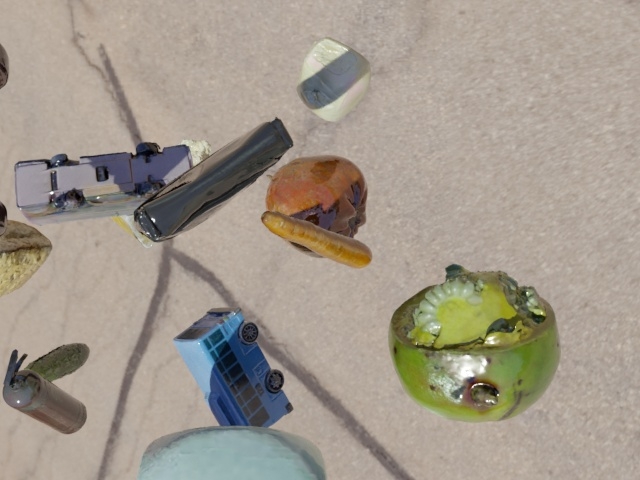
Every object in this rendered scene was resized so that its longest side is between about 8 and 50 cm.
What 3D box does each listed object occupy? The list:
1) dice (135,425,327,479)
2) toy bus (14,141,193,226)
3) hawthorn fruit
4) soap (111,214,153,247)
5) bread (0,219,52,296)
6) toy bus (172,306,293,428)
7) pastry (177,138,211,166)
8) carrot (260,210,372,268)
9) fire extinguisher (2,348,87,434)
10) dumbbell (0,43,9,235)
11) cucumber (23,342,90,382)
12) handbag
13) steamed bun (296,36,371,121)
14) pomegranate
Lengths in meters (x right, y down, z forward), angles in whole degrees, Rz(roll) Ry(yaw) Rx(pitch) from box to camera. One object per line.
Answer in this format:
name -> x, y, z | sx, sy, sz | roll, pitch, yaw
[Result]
dice -> -0.130, 0.427, 0.928 | 0.268, 0.263, 0.264 | 106, 166, -56
toy bus -> -0.396, -0.100, 1.233 | 0.138, 0.317, 0.112 | 109, 153, -66
hawthorn fruit -> -0.029, -0.100, 1.707 | 0.298, 0.277, 0.277 | 29, 121, 20
soap -> -0.627, -0.105, 2.067 | 0.274, 0.089, 0.173 | 34, 158, 33
bread -> -0.436, 0.022, 0.879 | 0.082, 0.125, 0.106 | 41, 105, 8
toy bus -> -0.163, 0.251, 1.222 | 0.116, 0.133, 0.234 | -10, 111, 50
pastry -> -0.382, -0.207, 2.068 | 0.122, 0.089, 0.258 | -2, 141, 2
carrot -> 0.000, 0.000, 0.916 | 0.043, 0.248, 0.043 | -12, 69, 35
fire extinguisher -> -0.518, 0.286, 1.217 | 0.072, 0.089, 0.267 | 11, 153, 13
dumbbell -> -0.406, -0.110, 0.692 | 0.124, 0.140, 0.225 | -22, 70, 54
cucumber -> -0.588, 0.277, 1.451 | 0.069, 0.227, 0.069 | 2, 97, 13
handbag -> -0.162, -0.079, 0.971 | 0.080, 0.247, 0.223 | 55, 166, -13
steamed bun -> 0.018, -0.373, 1.596 | 0.170, 0.152, 0.238 | 34, 164, 1
pomegranate -> 0.246, 0.153, 1.049 | 0.261, 0.341, 0.260 | 4, 105, 15
